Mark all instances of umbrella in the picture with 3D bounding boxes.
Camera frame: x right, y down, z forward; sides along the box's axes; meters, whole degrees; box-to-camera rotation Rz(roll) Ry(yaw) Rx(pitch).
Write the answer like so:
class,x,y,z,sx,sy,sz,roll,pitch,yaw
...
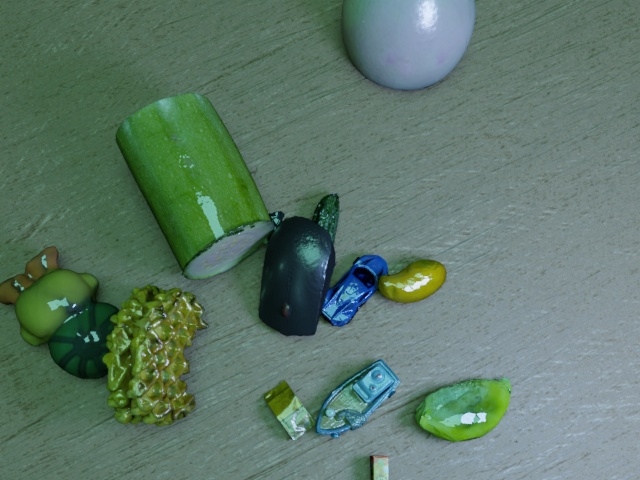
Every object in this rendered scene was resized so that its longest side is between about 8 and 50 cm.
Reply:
class,x,y,z,sx,sy,sz,roll,pitch,yaw
umbrella,-0.095,0.039,1.932,0.071,0.080,0.224,-4,77,-42

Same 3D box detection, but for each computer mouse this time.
class,x,y,z,sx,sy,sz,roll,pitch,yaw
computer mouse,-0.063,0.090,1.846,0.168,0.087,0.295,12,94,16

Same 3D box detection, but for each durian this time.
class,x,y,z,sx,sy,sz,roll,pitch,yaw
durian,0.350,0.406,1.837,0.250,0.101,0.139,-10,75,-6

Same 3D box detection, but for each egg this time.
class,x,y,z,sx,sy,sz,roll,pitch,yaw
egg,0.234,-0.610,1.983,0.355,0.340,0.354,0,74,-2

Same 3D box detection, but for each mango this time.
class,x,y,z,sx,sy,sz,roll,pitch,yaw
mango,0.234,0.104,1.918,0.190,0.075,0.098,-17,90,-21

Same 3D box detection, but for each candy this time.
class,x,y,z,sx,sy,sz,roll,pitch,yaw
candy,0.137,0.567,1.802,0.038,0.062,0.121,1,76,-3

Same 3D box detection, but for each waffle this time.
class,x,y,z,sx,sy,sz,roll,pitch,yaw
waffle,-0.372,0.260,1.764,0.151,0.261,0.324,-2,72,16

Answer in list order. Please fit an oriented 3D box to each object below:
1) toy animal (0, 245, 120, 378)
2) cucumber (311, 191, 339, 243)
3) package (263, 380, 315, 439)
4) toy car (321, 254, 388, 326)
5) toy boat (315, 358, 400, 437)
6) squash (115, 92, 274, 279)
class,x,y,z,sx,sy,sz,roll,pitch,yaw
toy animal,-0.593,0.176,1.796,0.338,0.191,0.216,44,77,8
cucumber,0.000,0.000,1.941,0.077,0.077,0.265,9,75,-1
package,-0.075,0.406,1.840,0.071,0.047,0.131,-33,81,-8
toy car,0.085,0.119,1.918,0.103,0.063,0.216,43,77,8
toy boat,0.082,0.383,1.831,0.238,0.098,0.109,-39,77,-12
squash,-0.296,-0.129,1.859,0.263,0.263,0.384,-26,78,-10
